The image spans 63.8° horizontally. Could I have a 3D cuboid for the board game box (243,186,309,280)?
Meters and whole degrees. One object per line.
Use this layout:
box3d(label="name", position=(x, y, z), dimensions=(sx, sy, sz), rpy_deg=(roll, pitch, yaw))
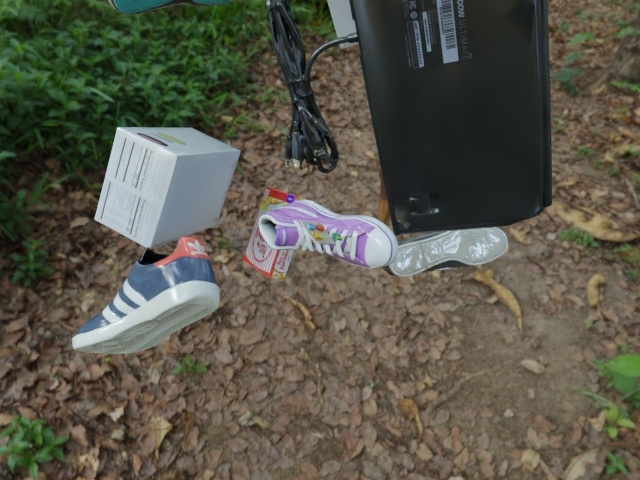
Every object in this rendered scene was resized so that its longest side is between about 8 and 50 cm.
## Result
box3d(label="board game box", position=(-0.107, -0.019, 1.210), dimensions=(0.045, 0.194, 0.146), rpy_deg=(15, 4, -35))

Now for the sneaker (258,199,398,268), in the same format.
box3d(label="sneaker", position=(0.000, 0.001, 0.997), dimensions=(0.281, 0.102, 0.161), rpy_deg=(17, 22, 36))

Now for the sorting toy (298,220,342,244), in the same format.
box3d(label="sorting toy", position=(0.005, -0.015, 0.920), dimensions=(0.083, 0.012, 0.062), rpy_deg=(5, 38, -50))

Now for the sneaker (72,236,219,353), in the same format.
box3d(label="sneaker", position=(-0.326, 0.104, 0.949), dimensions=(0.131, 0.349, 0.148), rpy_deg=(25, 45, -55))

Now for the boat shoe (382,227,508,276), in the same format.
box3d(label="boat shoe", position=(0.309, 0.022, 1.311), dimensions=(0.334, 0.112, 0.095), rpy_deg=(-11, 4, -14))

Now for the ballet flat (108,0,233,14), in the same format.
box3d(label="ballet flat", position=(-0.310, -0.573, 1.125), dimensions=(0.315, 0.108, 0.106), rpy_deg=(-15, 49, -19))

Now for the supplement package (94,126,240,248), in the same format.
box3d(label="supplement package", position=(-0.320, -0.125, 1.116), dimensions=(0.145, 0.204, 0.262), rpy_deg=(26, 19, 11))

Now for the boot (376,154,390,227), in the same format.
box3d(label="boot", position=(0.190, -0.127, 1.564), dimensions=(0.096, 0.281, 0.264), rpy_deg=(16, 15, 6))

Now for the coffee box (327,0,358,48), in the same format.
box3d(label="coffee box", position=(0.099, -0.468, 0.923), dimensions=(0.167, 0.119, 0.297), rpy_deg=(-13, 37, 12))

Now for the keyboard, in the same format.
box3d(label="keyboard", position=(0.049, -0.148, 0.359), dimensions=(0.201, 0.318, 0.033), rpy_deg=(-4, 26, 20))
